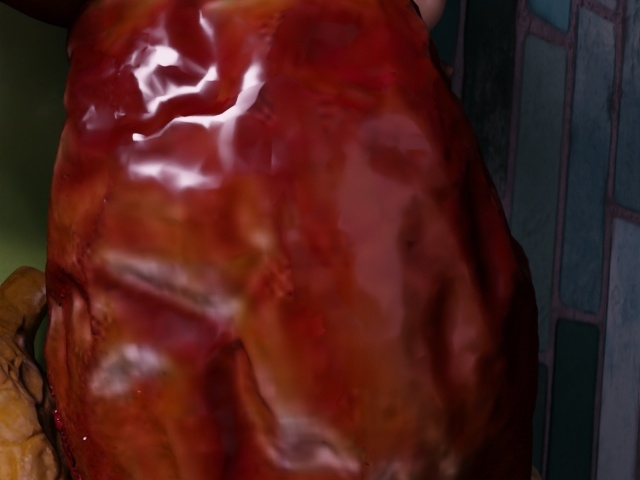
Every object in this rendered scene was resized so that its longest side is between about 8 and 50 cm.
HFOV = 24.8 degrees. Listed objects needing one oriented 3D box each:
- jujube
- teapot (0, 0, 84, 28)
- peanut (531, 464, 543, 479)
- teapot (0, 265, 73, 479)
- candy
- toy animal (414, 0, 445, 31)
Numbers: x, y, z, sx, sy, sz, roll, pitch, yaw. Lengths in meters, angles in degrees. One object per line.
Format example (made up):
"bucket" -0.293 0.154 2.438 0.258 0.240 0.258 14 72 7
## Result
"jujube" -0.017 0.037 0.775 0.276 0.276 0.377 -31 113 -46
"teapot" -0.120 -0.228 0.811 0.252 0.135 0.178 -51 133 1
"peanut" 0.088 0.245 1.223 0.298 0.120 0.136 -17 78 -48
"teapot" -0.242 0.148 0.813 0.203 0.167 0.311 32 83 0
"candy" -0.159 -0.020 0.936 0.132 0.142 0.343 -70 150 -78
"toy animal" -0.007 -0.169 1.080 0.248 0.165 0.149 -59 133 -34
